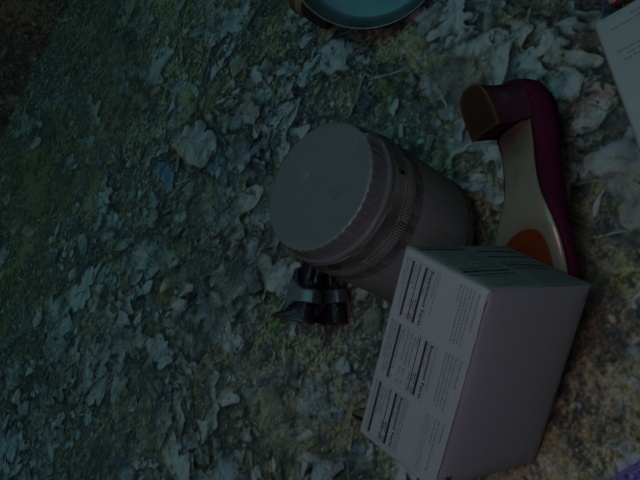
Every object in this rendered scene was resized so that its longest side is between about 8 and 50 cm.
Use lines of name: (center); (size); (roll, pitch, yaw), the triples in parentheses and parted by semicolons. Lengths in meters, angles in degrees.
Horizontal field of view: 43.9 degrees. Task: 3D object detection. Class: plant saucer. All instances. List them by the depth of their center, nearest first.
plant saucer: (0.088, -0.559, 1.512); (0.317, 0.043, 0.318); (1, 93, 12)

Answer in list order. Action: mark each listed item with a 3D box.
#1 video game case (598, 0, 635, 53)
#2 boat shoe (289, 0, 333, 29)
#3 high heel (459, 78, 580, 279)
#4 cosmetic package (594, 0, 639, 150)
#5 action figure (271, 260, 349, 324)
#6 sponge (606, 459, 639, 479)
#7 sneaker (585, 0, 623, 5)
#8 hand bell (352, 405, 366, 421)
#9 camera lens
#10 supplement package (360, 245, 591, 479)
video game case: (0.488, -0.354, 1.157); (0.157, 0.019, 0.143); (-4, 69, 42)
boat shoe: (0.079, -0.580, 1.598); (0.123, 0.123, 0.342); (42, 99, 25)
high heel: (0.332, -0.061, 1.141); (0.127, 0.181, 0.377); (-24, 77, 53)
cosmetic package: (0.501, -0.142, 0.950); (0.217, 0.156, 0.385); (-26, 56, 34)
action figure: (0.000, 0.000, 1.358); (0.099, 0.185, 0.285); (6, 86, 40)
sponge: (0.383, 0.329, 0.934); (0.210, 0.031, 0.117); (-42, 48, 22)
sneaker: (0.455, -0.378, 1.154); (0.161, 0.057, 0.075); (16, 100, 45)
hand bell: (0.158, 0.181, 1.188); (0.126, 0.126, 0.242); (13, 69, 46)
camera lens: (0.086, -0.035, 1.210); (0.219, 0.274, 0.220); (-20, 59, 37)
supplement package: (0.197, 0.152, 1.019); (0.145, 0.204, 0.262); (30, 113, 47)
